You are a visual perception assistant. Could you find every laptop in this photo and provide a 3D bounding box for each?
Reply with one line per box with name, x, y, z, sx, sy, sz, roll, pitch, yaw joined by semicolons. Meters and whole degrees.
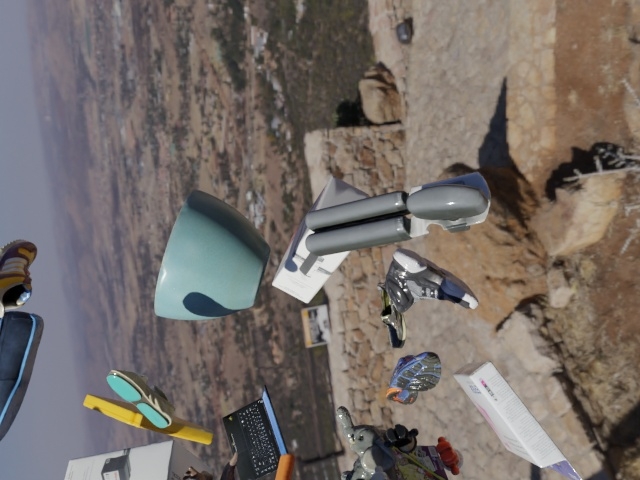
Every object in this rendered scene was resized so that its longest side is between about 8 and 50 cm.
laptop;-0.211;0.622;1.997;0.264;0.136;0.234;-30;64;17

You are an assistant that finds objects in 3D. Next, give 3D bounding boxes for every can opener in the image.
can opener;0.095;-0.039;0.862;0.280;0.093;0.074;-13;63;32

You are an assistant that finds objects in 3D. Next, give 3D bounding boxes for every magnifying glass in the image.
magnifying glass;-0.079;0.470;1.058;0.092;0.026;0.231;-23;32;31

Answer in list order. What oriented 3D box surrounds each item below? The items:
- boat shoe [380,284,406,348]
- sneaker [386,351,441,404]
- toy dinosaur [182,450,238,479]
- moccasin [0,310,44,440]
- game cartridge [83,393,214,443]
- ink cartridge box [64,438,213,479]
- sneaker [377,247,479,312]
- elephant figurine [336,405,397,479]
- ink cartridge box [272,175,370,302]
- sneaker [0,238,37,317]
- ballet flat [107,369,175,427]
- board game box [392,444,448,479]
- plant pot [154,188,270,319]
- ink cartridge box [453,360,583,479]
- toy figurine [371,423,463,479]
boat shoe;0.229;0.245;2.057;0.080;0.073;0.224;5;99;63
sneaker;0.196;0.281;1.358;0.221;0.083;0.087;119;164;-56
toy dinosaur;-0.260;0.640;1.442;0.200;0.295;0.127;35;142;19
moccasin;-0.828;0.351;1.645;0.138;0.116;0.342;133;152;-76
game cartridge;-0.546;0.572;2.010;0.285;0.323;0.053;4;71;40
ink cartridge box;-0.460;0.631;1.606;0.223;0.307;0.129;61;-160;-45
sneaker;0.288;0.143;1.721;0.153;0.268;0.101;-58;3;17
elephant figurine;0.145;0.597;1.775;0.169;0.186;0.240;21;107;53
ink cartridge box;0.000;0.000;1.591;0.273;0.114;0.197;-53;12;48
sneaker;-0.475;0.063;0.973;0.185;0.083;0.070;-71;3;-63
ballet flat;-0.329;0.281;1.163;0.168;0.057;0.052;57;-149;-30
board game box;0.308;0.775;1.879;0.056;0.208;0.347;-60;31;32
plant pot;-0.222;0.054;1.394;0.290;0.195;0.290;-163;90;-88
ink cartridge box;0.455;0.439;1.498;0.330;0.071;0.324;55;177;13
toy figurine;0.252;0.603;1.641;0.210;0.213;0.148;-68;-29;-21
